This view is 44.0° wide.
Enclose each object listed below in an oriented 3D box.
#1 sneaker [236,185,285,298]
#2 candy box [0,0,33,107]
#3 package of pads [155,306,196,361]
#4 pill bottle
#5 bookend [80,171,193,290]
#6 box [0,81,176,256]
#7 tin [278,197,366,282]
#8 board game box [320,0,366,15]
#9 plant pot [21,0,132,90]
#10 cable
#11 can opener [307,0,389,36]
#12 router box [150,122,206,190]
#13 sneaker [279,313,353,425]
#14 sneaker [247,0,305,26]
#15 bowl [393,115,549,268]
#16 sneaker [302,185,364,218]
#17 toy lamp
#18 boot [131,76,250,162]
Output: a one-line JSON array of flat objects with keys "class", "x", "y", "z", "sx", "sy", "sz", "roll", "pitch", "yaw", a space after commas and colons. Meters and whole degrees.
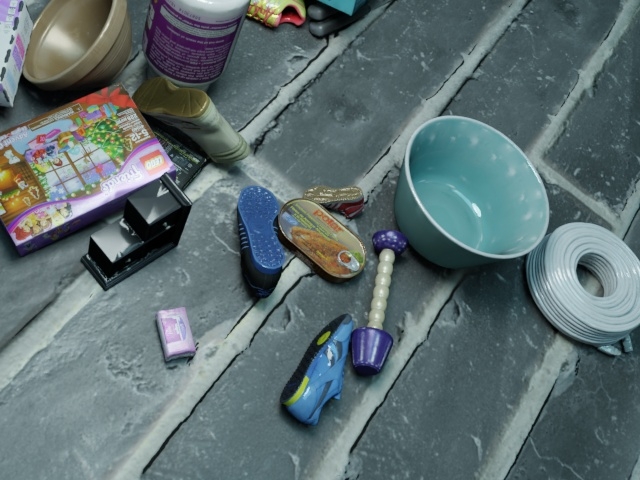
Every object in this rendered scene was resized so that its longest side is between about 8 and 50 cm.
[{"class": "sneaker", "x": -0.114, "y": 0.000, "z": 1.420, "sx": 0.081, "sy": 0.091, "sz": 0.232, "roll": 7, "pitch": 40, "yaw": -16}, {"class": "candy box", "x": -0.610, "y": -0.333, "z": 1.385, "sx": 0.164, "sy": 0.070, "sz": 0.196, "roll": 2, "pitch": 62, "yaw": -3}, {"class": "package of pads", "x": -0.241, "y": 0.155, "z": 1.311, "sx": 0.050, "sy": 0.032, "sz": 0.083, "roll": -8, "pitch": 67, "yaw": -25}, {"class": "pill bottle", "x": -0.233, "y": -0.386, "z": 1.438, "sx": 0.169, "sy": 0.301, "sz": 0.169, "roll": 9, "pitch": 60, "yaw": -17}, {"class": "bookend", "x": -0.304, "y": -0.014, "z": 1.303, "sx": 0.156, "sy": 0.157, "sz": 0.072, "roll": -35, "pitch": 79, "yaw": -32}, {"class": "box", "x": -0.422, "y": -0.128, "z": 1.350, "sx": 0.293, "sy": 0.057, "sz": 0.201, "roll": -29, "pitch": 77, "yaw": -20}, {"class": "tin", "x": 0.000, "y": 0.000, "z": 1.482, "sx": 0.189, "sy": 0.040, "sz": 0.106, "roll": 41, "pitch": 61, "yaw": 3}, {"class": "board game box", "x": -0.019, "y": -0.631, "z": 1.709, "sx": 0.336, "sy": 0.079, "sz": 0.254, "roll": 27, "pitch": 45, "yaw": 10}, {"class": "plant pot", "x": -0.421, "y": -0.358, "z": 1.437, "sx": 0.109, "sy": 0.237, "sz": 0.238, "roll": 37, "pitch": 45, "yaw": -49}, {"class": "cable", "x": 0.544, "y": 0.086, "z": 1.609, "sx": 0.257, "sy": 0.089, "sz": 0.257, "roll": 18, "pitch": 59, "yaw": -11}, {"class": "can opener", "x": 0.066, "y": -0.545, "z": 1.787, "sx": 0.283, "sy": 0.076, "sz": 0.095, "roll": -34, "pitch": 47, "yaw": -31}, {"class": "router box", "x": -0.285, "y": -0.144, "z": 1.448, "sx": 0.122, "sy": 0.038, "sz": 0.092, "roll": 36, "pitch": 57, "yaw": 0}, {"class": "sneaker", "x": 0.011, "y": 0.221, "z": 1.358, "sx": 0.082, "sy": 0.069, "sz": 0.209, "roll": 42, "pitch": 56, "yaw": -13}, {"class": "sneaker", "x": -0.119, "y": -0.495, "z": 1.671, "sx": 0.208, "sy": 0.081, "sz": 0.094, "roll": -8, "pitch": 69, "yaw": -25}, {"class": "bowl", "x": 0.267, "y": -0.068, "z": 1.535, "sx": 0.311, "sy": 0.163, "sz": 0.312, "roll": 12, "pitch": 57, "yaw": -19}, {"class": "sneaker", "x": 0.028, "y": -0.074, "z": 1.534, "sx": 0.118, "sy": 0.067, "sz": 0.042, "roll": 1, "pitch": 62, "yaw": 14}, {"class": "toy lamp", "x": 0.105, "y": 0.112, "z": 1.440, "sx": 0.080, "sy": 0.080, "sz": 0.275, "roll": 19, "pitch": 56, "yaw": -10}, {"class": "boot", "x": -0.240, "y": -0.218, "z": 1.463, "sx": 0.213, "sy": 0.165, "sz": 0.077, "roll": 20, "pitch": 74, "yaw": 39}]
